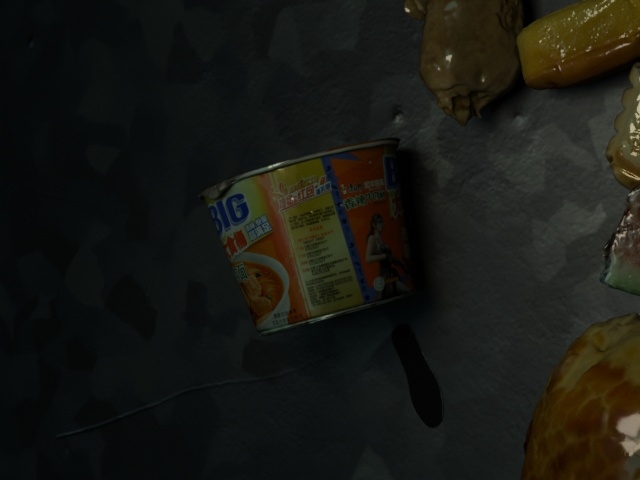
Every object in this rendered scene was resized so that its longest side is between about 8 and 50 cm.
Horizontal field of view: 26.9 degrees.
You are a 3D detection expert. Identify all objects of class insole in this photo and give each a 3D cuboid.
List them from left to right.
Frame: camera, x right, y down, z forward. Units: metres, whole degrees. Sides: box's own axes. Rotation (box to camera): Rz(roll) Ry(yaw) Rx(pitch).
[{"bbox_3d":[0.136,0.188,1.872,0.053,0.002,0.153,-35,67,31],"label":"insole"}]

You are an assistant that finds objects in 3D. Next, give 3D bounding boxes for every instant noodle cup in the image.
[{"bbox_3d":[0.000,0.000,1.831,0.296,0.296,0.214,-18,87,36],"label":"instant noodle cup"}]

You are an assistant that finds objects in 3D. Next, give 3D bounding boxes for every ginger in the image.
[{"bbox_3d":[0.195,-0.284,1.772,0.152,0.138,0.267,-34,55,47],"label":"ginger"}]

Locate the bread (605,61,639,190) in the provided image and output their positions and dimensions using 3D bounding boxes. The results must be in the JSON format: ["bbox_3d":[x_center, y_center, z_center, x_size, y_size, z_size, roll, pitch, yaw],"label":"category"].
[{"bbox_3d":[0.415,-0.140,1.618,0.119,0.084,0.177,24,102,23],"label":"bread"}]

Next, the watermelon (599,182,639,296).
[{"bbox_3d":[0.464,-0.041,1.498,0.310,0.193,0.232,-21,72,28],"label":"watermelon"}]

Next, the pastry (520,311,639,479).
[{"bbox_3d":[0.389,0.265,1.446,0.388,0.312,0.389,21,124,35],"label":"pastry"}]

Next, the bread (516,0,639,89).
[{"bbox_3d":[0.359,-0.253,1.661,0.245,0.102,0.094,-20,78,34],"label":"bread"}]
